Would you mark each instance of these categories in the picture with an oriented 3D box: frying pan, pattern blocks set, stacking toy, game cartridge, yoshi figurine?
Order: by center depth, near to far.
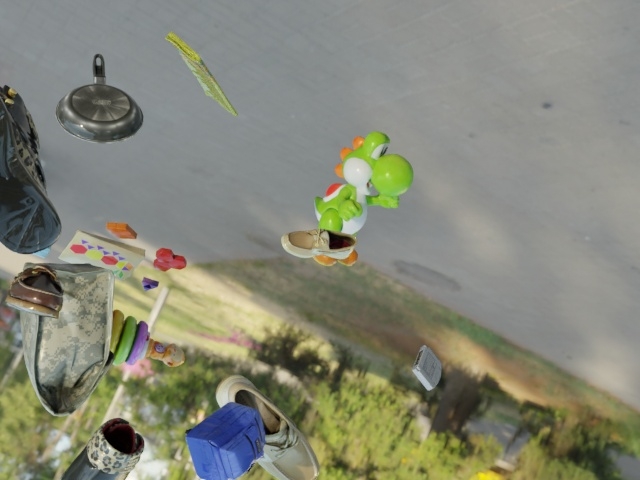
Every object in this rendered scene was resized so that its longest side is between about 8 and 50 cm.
[{"bbox_3d":[0.191,0.228,1.523,0.017,0.083,0.056,-37,98,30],"label":"game cartridge"},{"bbox_3d":[-0.448,0.226,1.933,0.302,0.175,0.165,20,128,-16],"label":"stacking toy"},{"bbox_3d":[-0.493,-0.341,2.015,0.197,0.326,0.053,18,135,-2],"label":"frying pan"},{"bbox_3d":[-0.518,0.035,2.057,0.325,0.026,0.285,29,136,-32],"label":"pattern blocks set"},{"bbox_3d":[0.117,-0.096,2.212,0.203,0.362,0.203,20,-165,-19],"label":"yoshi figurine"}]

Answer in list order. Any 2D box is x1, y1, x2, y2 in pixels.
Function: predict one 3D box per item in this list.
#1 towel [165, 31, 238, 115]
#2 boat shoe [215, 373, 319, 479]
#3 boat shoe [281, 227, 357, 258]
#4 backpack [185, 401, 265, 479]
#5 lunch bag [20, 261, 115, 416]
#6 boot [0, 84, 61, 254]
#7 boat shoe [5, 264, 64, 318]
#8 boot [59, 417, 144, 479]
[{"bbox_3d":[-0.246,-0.343,1.805,0.102,0.021,0.237,44,175,24],"label":"towel"},{"bbox_3d":[-0.099,0.406,1.782,0.302,0.109,0.098,54,163,-16],"label":"boat shoe"},{"bbox_3d":[0.000,0.000,1.414,0.135,0.050,0.045,3,149,-34],"label":"boat shoe"},{"bbox_3d":[-0.139,0.326,1.382,0.101,0.120,0.097,9,119,32],"label":"backpack"},{"bbox_3d":[-0.499,0.190,1.677,0.169,0.286,0.235,3,180,-24],"label":"lunch bag"},{"bbox_3d":[-0.555,-0.189,1.416,0.284,0.138,0.377,57,172,51],"label":"boot"},{"bbox_3d":[-0.401,0.068,1.206,0.073,0.073,0.207,25,169,-25],"label":"boat shoe"},{"bbox_3d":[-0.301,0.329,1.192,0.085,0.178,0.236,37,-176,5],"label":"boot"}]
